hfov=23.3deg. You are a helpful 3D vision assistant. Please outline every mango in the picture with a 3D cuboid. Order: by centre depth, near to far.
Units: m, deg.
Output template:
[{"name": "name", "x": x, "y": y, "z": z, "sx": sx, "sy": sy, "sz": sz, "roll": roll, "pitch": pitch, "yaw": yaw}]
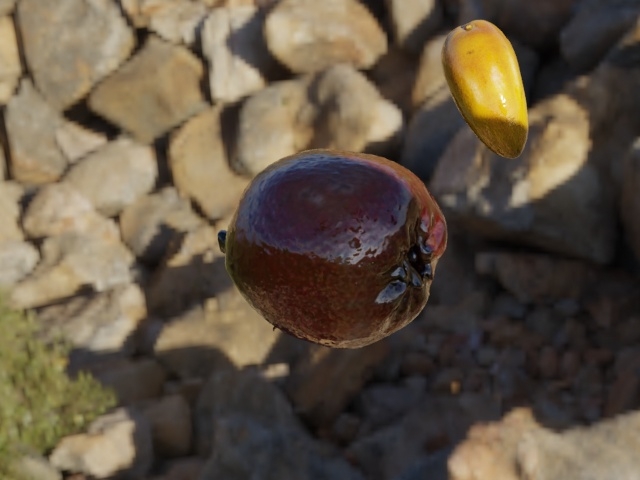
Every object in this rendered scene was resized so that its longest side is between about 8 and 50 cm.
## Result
[{"name": "mango", "x": 0.104, "y": -0.092, "z": 0.951, "sx": 0.046, "sy": 0.089, "sz": 0.060, "roll": -22, "pitch": -7, "yaw": 0}]

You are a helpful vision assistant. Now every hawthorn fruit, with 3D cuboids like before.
[{"name": "hawthorn fruit", "x": 0.000, "y": 0.000, "z": 1.242, "sx": 0.188, "sy": 0.169, "sz": 0.169, "roll": 14, "pitch": 37, "yaw": 26}]
